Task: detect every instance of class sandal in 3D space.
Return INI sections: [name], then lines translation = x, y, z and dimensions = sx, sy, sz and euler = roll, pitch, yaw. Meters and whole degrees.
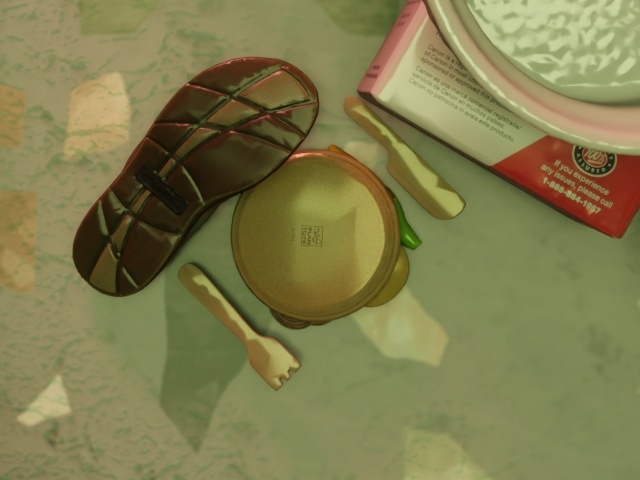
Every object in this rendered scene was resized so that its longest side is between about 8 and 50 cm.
[sandal]
translation = -0.088, -0.047, 1.329
dimensions = 0.090, 0.060, 0.219
euler = 43, 107, 5

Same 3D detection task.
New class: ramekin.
[ramekin]
translation = 0.185, -0.194, 1.147
dimensions = 0.277, 0.135, 0.277
euler = -1, 96, -6

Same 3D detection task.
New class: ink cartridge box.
[ink cartridge box]
translation = 0.179, -0.169, 1.275
dimensions = 0.197, 0.114, 0.273
euler = 30, 93, -8

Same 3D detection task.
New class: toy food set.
[toy food set]
translation = 0.000, 0.000, 1.340
dimensions = 0.192, 0.038, 0.132
euler = -44, 84, 8
